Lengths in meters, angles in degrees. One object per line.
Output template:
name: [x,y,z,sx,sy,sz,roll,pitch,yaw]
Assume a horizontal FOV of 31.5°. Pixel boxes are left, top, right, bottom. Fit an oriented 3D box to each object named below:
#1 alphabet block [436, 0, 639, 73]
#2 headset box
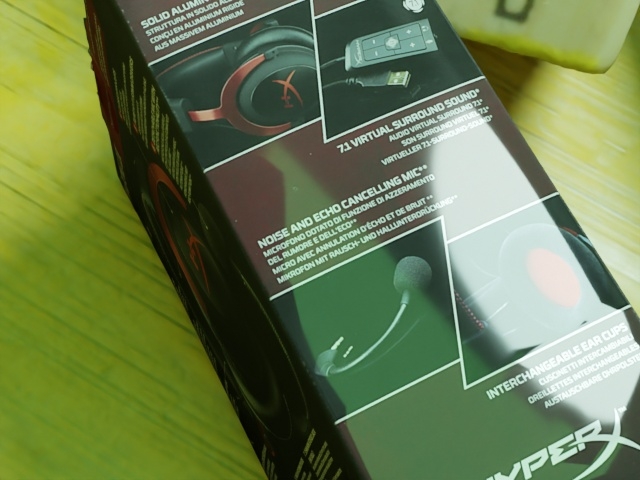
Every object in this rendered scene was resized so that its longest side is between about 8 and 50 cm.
alphabet block: [0.082,-0.223,0.544,0.193,0.197,0.192,18,33,4]
headset box: [0.000,0.000,0.470,0.110,0.218,0.293,-24,71,-14]
